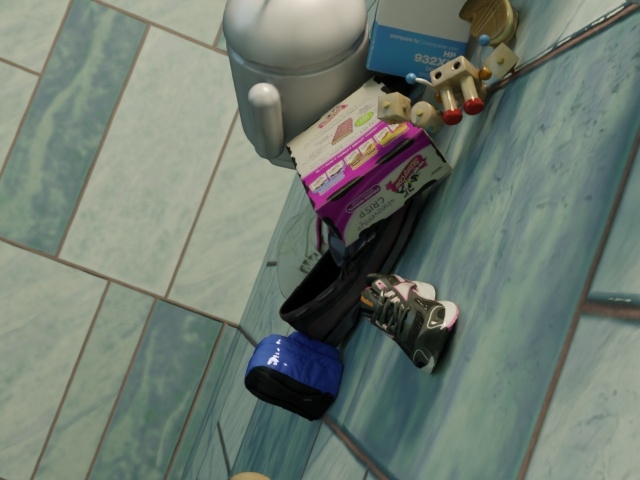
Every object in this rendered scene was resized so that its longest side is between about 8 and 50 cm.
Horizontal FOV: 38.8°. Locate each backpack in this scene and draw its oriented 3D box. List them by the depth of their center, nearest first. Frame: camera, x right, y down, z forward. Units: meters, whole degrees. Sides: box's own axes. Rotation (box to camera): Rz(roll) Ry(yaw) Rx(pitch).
[{"bbox_3d":[-0.040,0.179,1.245,0.098,0.120,0.101,118,170,-46],"label":"backpack"}]

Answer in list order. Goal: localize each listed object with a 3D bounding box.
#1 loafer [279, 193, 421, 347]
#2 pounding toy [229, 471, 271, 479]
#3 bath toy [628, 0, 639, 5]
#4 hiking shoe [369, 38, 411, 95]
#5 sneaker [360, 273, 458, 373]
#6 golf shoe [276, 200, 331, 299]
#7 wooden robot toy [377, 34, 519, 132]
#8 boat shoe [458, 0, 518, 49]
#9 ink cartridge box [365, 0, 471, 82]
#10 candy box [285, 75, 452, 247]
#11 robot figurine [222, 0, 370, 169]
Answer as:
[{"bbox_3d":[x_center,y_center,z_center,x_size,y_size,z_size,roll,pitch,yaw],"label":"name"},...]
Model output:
[{"bbox_3d":[0.034,0.031,1.211,0.109,0.095,0.302,-78,13,-50],"label":"loafer"},{"bbox_3d":[-0.059,0.391,1.005,0.154,0.155,0.270,-18,55,43],"label":"pounding toy"},{"bbox_3d":[0.244,-0.320,0.577,0.151,0.129,0.348,15,-82,-63],"label":"bath toy"},{"bbox_3d":[0.106,-0.295,1.507,0.086,0.114,0.227,-68,10,-12],"label":"hiking shoe"},{"bbox_3d":[0.075,0.074,0.878,0.178,0.077,0.072,-134,64,-81],"label":"sneaker"},{"bbox_3d":[0.000,0.000,1.508,0.140,0.115,0.306,-87,18,-57],"label":"golf shoe"},{"bbox_3d":[0.153,-0.155,1.001,0.173,0.079,0.076,-24,65,30],"label":"wooden robot toy"},{"bbox_3d":[0.201,-0.250,1.043,0.056,0.048,0.153,-54,18,14],"label":"boat shoe"},{"bbox_3d":[0.158,-0.394,1.182,0.223,0.129,0.307,-76,-1,-50],"label":"ink cartridge box"},{"bbox_3d":[0.053,-0.106,1.147,0.159,0.071,0.233,-37,27,8],"label":"candy box"},{"bbox_3d":[-0.028,-0.254,1.301,0.353,0.199,0.300,82,-157,-50],"label":"robot figurine"}]
